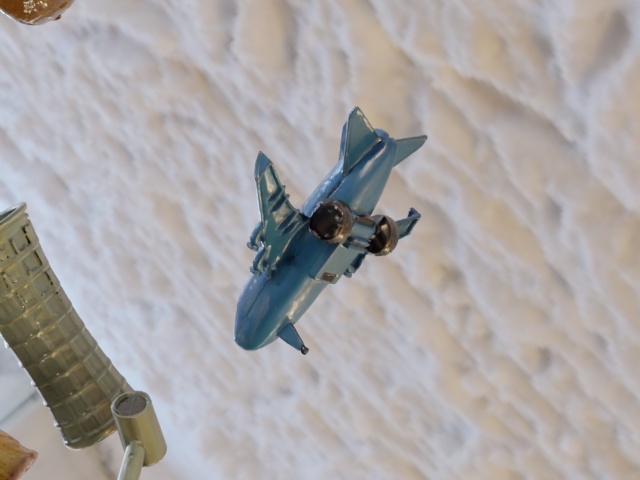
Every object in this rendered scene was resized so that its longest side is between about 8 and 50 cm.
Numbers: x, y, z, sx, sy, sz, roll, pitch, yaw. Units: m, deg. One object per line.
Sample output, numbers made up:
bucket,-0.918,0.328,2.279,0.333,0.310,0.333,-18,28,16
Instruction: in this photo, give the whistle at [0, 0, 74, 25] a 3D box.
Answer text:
whistle,-0.246,-0.227,1.083,0.220,0.057,0.107,30,-144,-53

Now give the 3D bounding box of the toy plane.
toy plane,0.000,0.000,1.447,0.105,0.271,0.254,35,-169,37

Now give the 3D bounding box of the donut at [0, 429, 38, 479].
donut,-0.511,0.352,1.963,0.110,0.303,0.303,48,163,-8

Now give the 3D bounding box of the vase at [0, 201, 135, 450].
vase,-0.346,0.113,1.862,0.299,0.143,0.143,58,161,-12

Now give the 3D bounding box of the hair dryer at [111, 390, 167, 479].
hair dryer,-0.163,0.190,1.264,0.124,0.037,0.063,-80,-18,-54
